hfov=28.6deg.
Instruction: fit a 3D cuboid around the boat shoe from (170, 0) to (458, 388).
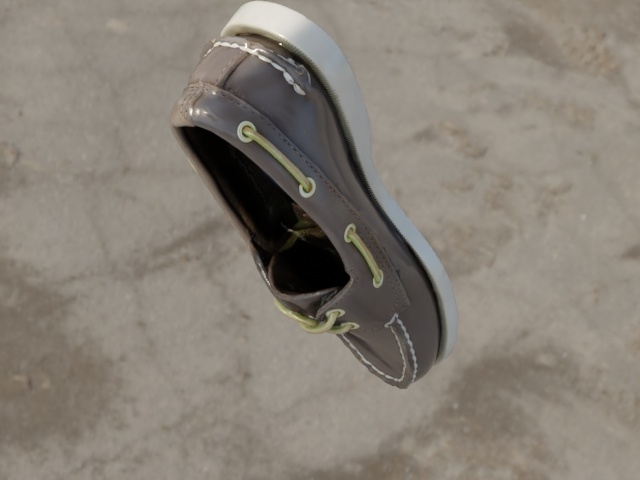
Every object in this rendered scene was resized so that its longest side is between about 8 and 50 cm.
[{"bbox_3d":[0.000,0.000,0.816,0.116,0.324,0.096,16,57,36],"label":"boat shoe"}]
